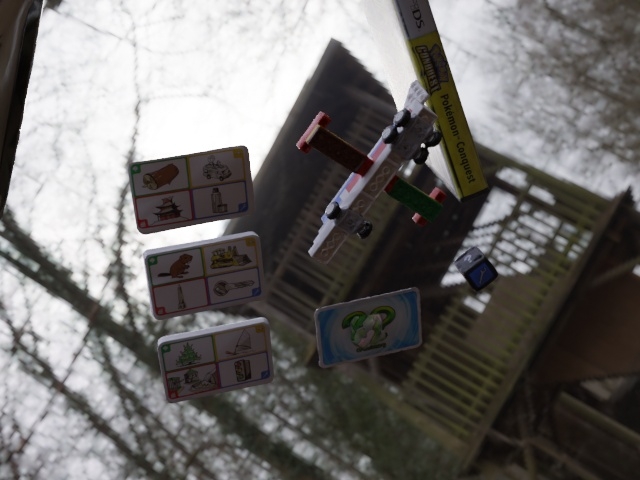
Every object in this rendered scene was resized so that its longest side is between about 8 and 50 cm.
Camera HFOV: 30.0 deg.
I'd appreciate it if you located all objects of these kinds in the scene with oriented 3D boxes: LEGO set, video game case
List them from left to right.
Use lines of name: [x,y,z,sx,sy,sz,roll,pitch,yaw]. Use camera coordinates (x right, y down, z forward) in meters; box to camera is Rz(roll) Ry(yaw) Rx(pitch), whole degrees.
LEGO set: [0.000,0.000,0.809,0.244,0.060,0.183,-11,-62,-11]
video game case: [0.095,-0.190,1.252,0.275,0.035,0.248,-112,1,-71]

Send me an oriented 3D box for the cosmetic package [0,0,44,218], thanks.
cosmetic package: [-0.241,-0.069,0.329,0.129,0.296,0.153,-65,4,-37]
